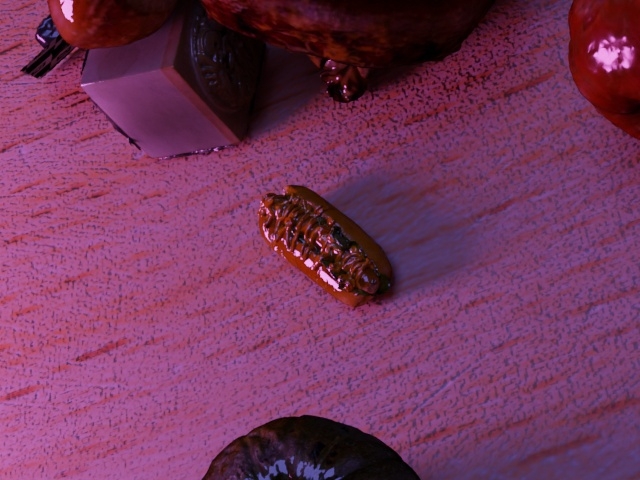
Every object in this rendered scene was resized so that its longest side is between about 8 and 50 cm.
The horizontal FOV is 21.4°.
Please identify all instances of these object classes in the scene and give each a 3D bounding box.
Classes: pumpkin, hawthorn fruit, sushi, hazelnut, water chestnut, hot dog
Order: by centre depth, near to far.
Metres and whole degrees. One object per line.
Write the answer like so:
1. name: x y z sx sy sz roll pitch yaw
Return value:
1. pumpkin: -0.012 0.254 1.434 0.224 0.157 0.223 -7 63 14
2. hawthorn fruit: 0.336 -0.203 1.478 0.262 0.258 0.258 -53 47 17
3. hot dog: 0.000 0.000 1.656 0.072 0.055 0.188 -49 50 -4
4. water chestnut: 0.021 -0.280 1.687 0.350 0.302 0.350 2 35 -2
5. hazelnut: -0.209 -0.263 1.708 0.143 0.143 0.154 -1 49 29
6. sushi: -0.242 -0.294 1.915 0.279 0.192 0.043 -43 93 2

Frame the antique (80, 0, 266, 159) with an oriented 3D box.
1. antique: -0.148 -0.188 1.799 0.148 0.152 0.146 -9 55 28
